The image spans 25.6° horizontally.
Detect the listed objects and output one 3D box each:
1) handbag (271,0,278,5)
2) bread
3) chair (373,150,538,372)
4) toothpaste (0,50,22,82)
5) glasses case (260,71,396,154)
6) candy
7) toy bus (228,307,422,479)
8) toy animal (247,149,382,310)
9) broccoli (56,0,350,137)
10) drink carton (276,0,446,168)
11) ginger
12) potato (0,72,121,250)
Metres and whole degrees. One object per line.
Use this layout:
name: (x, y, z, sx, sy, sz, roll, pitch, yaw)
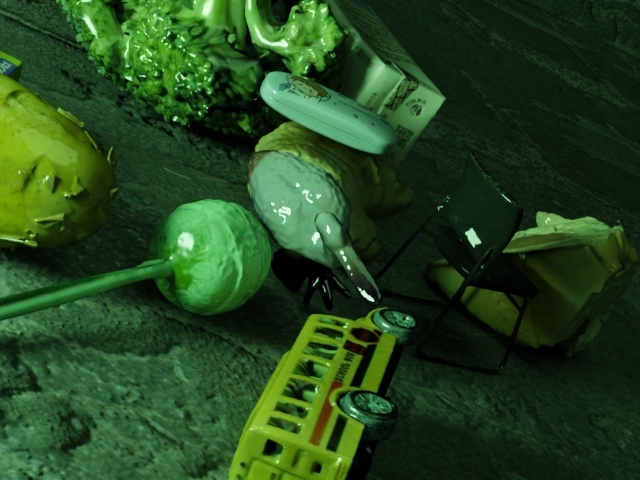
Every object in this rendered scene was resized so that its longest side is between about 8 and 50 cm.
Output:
handbag: (-0.209, -0.493, 2.455, 0.308, 0.093, 0.254, 22, 22, -21)
bread: (0.294, 0.021, 1.829, 0.224, 0.211, 0.183, 42, 31, 14)
chair: (0.187, 0.023, 1.673, 0.145, 0.221, 0.140, 12, 28, -37)
toothpaste: (-0.485, -0.212, 1.491, 0.327, 0.077, 0.110, 26, 22, -4)
glasses case: (0.010, -0.156, 1.725, 0.178, 0.045, 0.067, 23, 28, -10)
candy: (-0.210, 0.041, 1.323, 0.119, 0.119, 0.440, 42, 33, 25)
toy bus: (0.007, 0.159, 1.294, 0.123, 0.121, 0.335, 19, 21, 4)
toy animal: (-0.009, -0.020, 1.470, 0.195, 0.090, 0.324, 58, -11, -1)
broccoli: (-0.142, -0.277, 1.852, 0.277, 0.317, 0.338, -5, 67, -62)
drink carton: (0.025, -0.223, 2.021, 0.132, 0.194, 0.324, 22, 23, -33)
ginger: (0.016, -0.057, 1.757, 0.275, 0.130, 0.221, 2, 38, -46)
potato: (-0.334, -0.091, 1.361, 0.300, 0.140, 0.173, 26, 29, 4)
